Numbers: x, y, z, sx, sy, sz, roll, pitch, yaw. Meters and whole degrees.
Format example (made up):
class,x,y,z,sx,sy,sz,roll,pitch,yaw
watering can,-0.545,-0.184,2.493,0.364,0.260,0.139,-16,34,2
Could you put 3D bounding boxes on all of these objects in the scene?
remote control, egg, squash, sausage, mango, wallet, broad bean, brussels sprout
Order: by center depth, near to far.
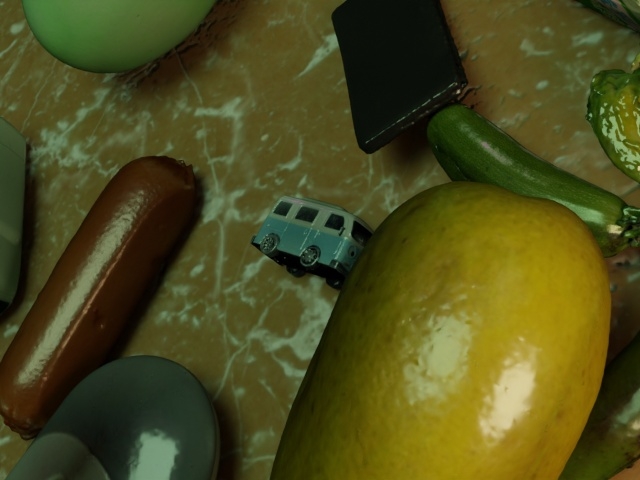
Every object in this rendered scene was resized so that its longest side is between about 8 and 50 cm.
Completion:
class,x,y,z,sx,sy,sz,roll,pitch,yaw
mango,0.082,0.165,1.220,0.301,0.220,0.445,-150,82,-78
broad bean,0.277,0.106,1.236,0.077,0.061,0.339,34,90,32
brussels sprout,0.316,-0.103,1.291,0.181,0.100,0.139,37,91,17
squash,0.183,-0.054,1.376,0.318,0.071,0.080,36,111,44
remote control,-0.227,0.265,1.492,0.221,0.103,0.332,38,91,39
wallet,0.075,-0.194,1.523,0.124,0.025,0.244,-34,39,20
sausage,-0.247,0.055,1.615,0.097,0.094,0.348,25,83,37
egg,-0.222,-0.317,1.696,0.269,0.220,0.220,-49,49,11

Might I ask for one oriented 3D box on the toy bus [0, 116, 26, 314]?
class,x,y,z,sx,sy,sz,roll,pitch,yaw
toy bus,-0.432,-0.022,1.761,0.165,0.133,0.271,-18,56,23

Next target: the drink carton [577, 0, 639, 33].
class,x,y,z,sx,sy,sz,roll,pitch,yaw
drink carton,0.250,-0.287,1.388,0.108,0.161,0.271,-52,47,4

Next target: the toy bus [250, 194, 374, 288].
class,x,y,z,sx,sy,sz,roll,pitch,yaw
toy bus,0.000,0.000,1.489,0.123,0.060,0.075,16,75,42
